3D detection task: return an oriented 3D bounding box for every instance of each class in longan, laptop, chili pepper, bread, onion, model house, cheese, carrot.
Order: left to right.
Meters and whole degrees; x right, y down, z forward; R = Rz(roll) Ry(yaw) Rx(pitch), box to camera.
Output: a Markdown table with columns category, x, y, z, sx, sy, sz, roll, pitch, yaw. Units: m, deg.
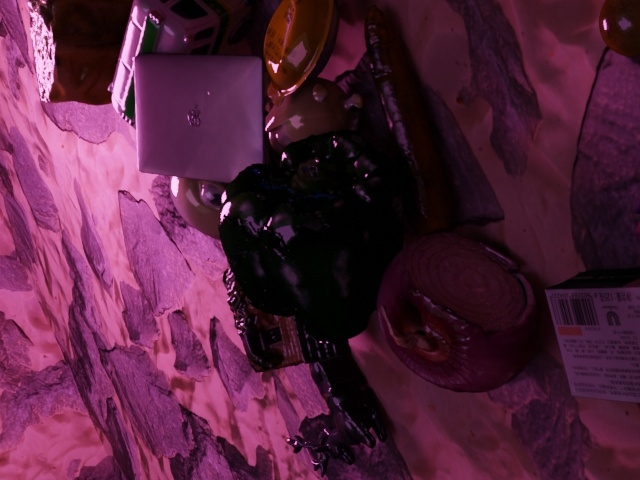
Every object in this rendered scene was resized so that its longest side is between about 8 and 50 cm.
| category | x | y | z | sx | sy | sz | roll | pitch | yaw |
| --- | --- | --- | --- | --- | --- | --- | --- | --- | --- |
| bread | -0.400 | -0.365 | 1.702 | 0.196 | 0.252 | 0.238 | -19 | 86 | 61 |
| laptop | -0.184 | -0.184 | 1.371 | 0.269 | 0.015 | 0.187 | 9 | 106 | 37 |
| model house | -0.028 | 0.104 | 1.449 | 0.172 | 0.167 | 0.182 | -18 | 80 | 44 |
| cheese | -0.012 | -0.312 | 1.253 | 0.270 | 0.069 | 0.177 | -65 | 28 | 18 |
| chili pepper | 0.000 | 0.000 | 1.246 | 0.233 | 0.249 | 0.256 | 49 | 161 | 46 |
| carrot | 0.113 | -0.162 | 1.227 | 0.066 | 0.066 | 0.314 | -15 | 90 | 57 |
| onion | 0.172 | 0.104 | 1.178 | 0.208 | 0.200 | 0.200 | 9 | 122 | 8 |
| longan | 0.316 | -0.219 | 0.901 | 0.083 | 0.075 | 0.075 | -27 | 82 | 15 |

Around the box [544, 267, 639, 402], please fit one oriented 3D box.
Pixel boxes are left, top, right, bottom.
| category | x | y | z | sx | sy | sz | roll | pitch | yaw |
| --- | --- | --- | --- | --- | --- | --- | --- | --- | --- |
| box | 0.353 | 0.102 | 0.992 | 0.199 | 0.081 | 0.135 | -4 | 103 | 58 |

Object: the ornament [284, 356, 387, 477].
| category | x | y | z | sx | sy | sz | roll | pitch | yaw |
| --- | --- | --- | --- | --- | --- | --- | --- | --- | --- |
| ornament | 0.005 | 0.304 | 1.598 | 0.202 | 0.080 | 0.236 | 59 | 146 | 18 |

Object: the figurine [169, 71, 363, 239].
| category | x | y | z | sx | sy | sz | roll | pitch | yaw |
| --- | --- | --- | --- | --- | --- | --- | --- | --- | --- |
| figurine | -0.081 | -0.161 | 1.429 | 0.394 | 0.227 | 0.274 | -29 | 54 | 51 |

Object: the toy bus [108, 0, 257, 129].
| category | x | y | z | sx | sy | sz | roll | pitch | yaw |
| --- | --- | --- | --- | --- | --- | --- | --- | --- | --- |
| toy bus | -0.242 | -0.305 | 1.523 | 0.143 | 0.179 | 0.305 | 42 | 141 | 6 |

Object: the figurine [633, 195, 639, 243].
| category | x | y | z | sx | sy | sz | roll | pitch | yaw |
| --- | --- | --- | --- | --- | --- | --- | --- | --- | --- |
| figurine | 0.382 | -0.038 | 0.868 | 0.157 | 0.126 | 0.114 | 12 | 75 | 27 |
